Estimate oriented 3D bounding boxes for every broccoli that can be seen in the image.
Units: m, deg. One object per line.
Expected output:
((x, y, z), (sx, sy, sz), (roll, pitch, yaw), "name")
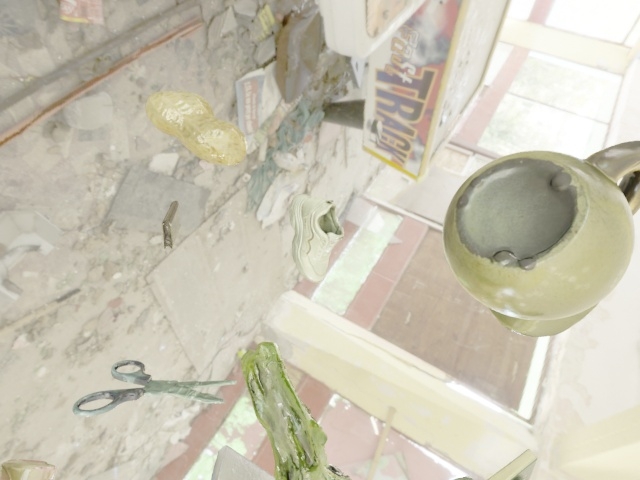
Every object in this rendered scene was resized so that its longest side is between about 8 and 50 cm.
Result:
((-0.039, 0.292, 0.568), (0.164, 0.304, 0.145), (-18, 169, -17), "broccoli")

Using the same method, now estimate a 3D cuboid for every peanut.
((-0.284, -0.267, 0.951), (0.125, 0.274, 0.111), (-52, 172, -17), "peanut")

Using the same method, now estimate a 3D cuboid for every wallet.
((-0.522, -0.056, 1.427), (0.198, 0.031, 0.110), (-110, -158, -62), "wallet")

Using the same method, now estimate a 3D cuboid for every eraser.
((-0.123, 0.437, 0.701), (0.023, 0.150, 0.104), (-45, -165, 14), "eraser")

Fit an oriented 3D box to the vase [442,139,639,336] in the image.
((0.368, -0.013, 0.619), (0.329, 0.241, 0.302), (-43, 137, 13), "vase")

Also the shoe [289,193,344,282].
((0.000, 0.000, 1.489), (0.132, 0.210, 0.342), (-19, 108, -42), "shoe")

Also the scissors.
((-0.429, 0.402, 1.113), (0.256, 0.383, 0.029), (-91, -177, -78), "scissors")

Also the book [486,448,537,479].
((0.342, 0.553, 0.831), (0.201, 0.027, 0.264), (-24, 128, -19), "book")

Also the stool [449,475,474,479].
((0.420, 0.843, 1.241), (0.195, 0.198, 0.196), (96, -8, -70), "stool")

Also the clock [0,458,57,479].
((-0.578, 0.347, 0.548), (0.284, 0.309, 0.114), (56, 32, -56), "clock")
